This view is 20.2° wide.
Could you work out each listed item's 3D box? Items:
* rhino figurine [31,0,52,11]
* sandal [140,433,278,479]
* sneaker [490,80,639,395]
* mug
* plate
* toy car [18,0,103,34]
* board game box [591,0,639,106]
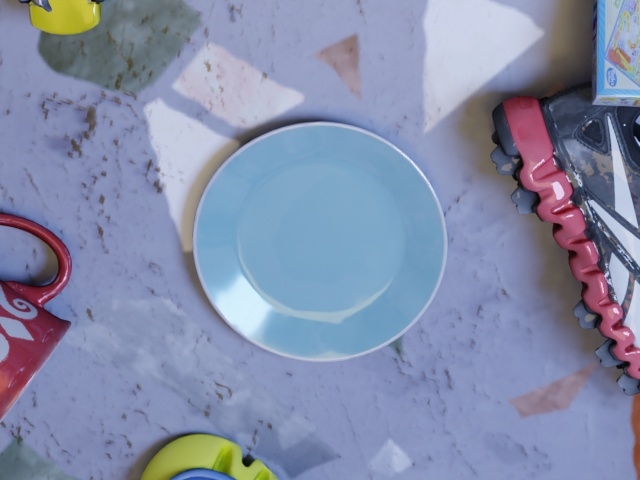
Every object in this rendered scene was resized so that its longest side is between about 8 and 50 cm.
[{"bbox_3d":[-0.196,-0.232,1.123,0.106,0.073,0.243,6,75,4],"label":"rhino figurine"},{"bbox_3d":[0.003,0.268,1.366,0.317,0.138,0.126,23,107,-8],"label":"sandal"},{"bbox_3d":[0.232,0.002,1.281,0.135,0.097,0.276,-26,106,13],"label":"sneaker"},{"bbox_3d":[-0.275,0.044,1.326,0.169,0.150,0.113,36,143,-6],"label":"mug"},{"bbox_3d":[0.000,0.000,1.328,0.188,0.024,0.188,1,110,2],"label":"plate"},{"bbox_3d":[-0.198,-0.286,1.216,0.225,0.053,0.239,30,107,-8],"label":"toy car"},{"bbox_3d":[0.237,-0.167,1.221,0.103,0.026,0.154,3,80,1],"label":"board game box"}]
